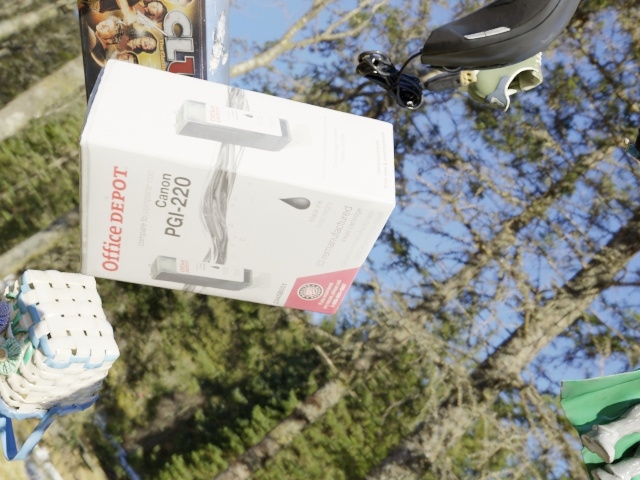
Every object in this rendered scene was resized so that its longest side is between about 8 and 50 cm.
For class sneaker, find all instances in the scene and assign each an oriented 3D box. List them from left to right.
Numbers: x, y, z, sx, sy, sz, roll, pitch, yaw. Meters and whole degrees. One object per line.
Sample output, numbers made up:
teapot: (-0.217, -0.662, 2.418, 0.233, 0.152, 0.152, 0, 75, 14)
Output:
sneaker: (0.285, -0.252, 0.945, 0.086, 0.192, 0.064, 41, -22, 19)

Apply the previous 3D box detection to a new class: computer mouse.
computer mouse: (0.188, -0.214, 0.792, 0.184, 0.261, 0.060, 10, 65, -67)

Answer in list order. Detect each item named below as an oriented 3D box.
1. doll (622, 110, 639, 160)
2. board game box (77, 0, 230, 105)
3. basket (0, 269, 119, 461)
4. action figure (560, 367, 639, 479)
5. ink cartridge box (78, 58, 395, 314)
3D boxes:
doll: (0.618, -0.190, 1.196, 0.129, 0.046, 0.189, 6, -51, 19)
board game box: (-0.171, -0.206, 0.676, 0.165, 0.042, 0.244, 12, -66, 23)
basket: (-0.495, 0.199, 1.138, 0.289, 0.201, 0.255, -50, -123, 27)
action figure: (0.299, 0.111, 0.474, 0.137, 0.232, 0.063, 66, -5, -22)
ink cartridge box: (-0.070, -0.032, 0.514, 0.159, 0.217, 0.092, 114, -17, -49)
